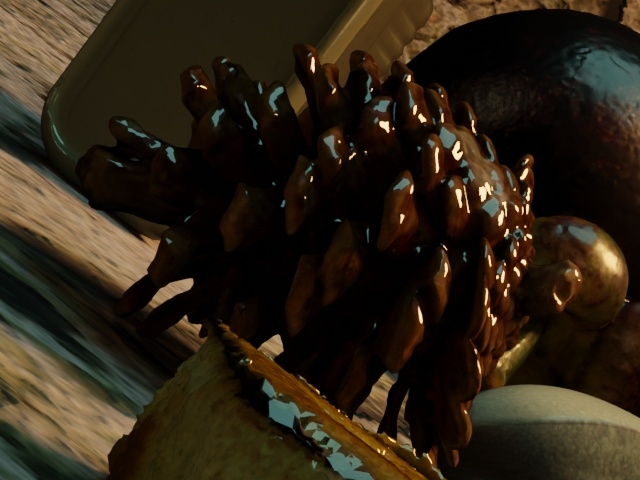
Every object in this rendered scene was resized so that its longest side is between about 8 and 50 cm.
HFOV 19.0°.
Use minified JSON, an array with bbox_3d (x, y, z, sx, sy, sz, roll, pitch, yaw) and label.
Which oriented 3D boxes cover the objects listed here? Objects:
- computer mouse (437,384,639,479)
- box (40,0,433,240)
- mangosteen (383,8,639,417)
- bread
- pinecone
[{"bbox_3d":[0.146,0.124,0.964,0.229,0.068,0.113,30,-27,-29],"label":"computer mouse"},{"bbox_3d":[-0.035,-0.122,1.177,0.138,0.274,0.178,39,0,15],"label":"box"},{"bbox_3d":[0.166,-0.013,1.372,0.297,0.297,0.313,28,20,-52],"label":"mangosteen"},{"bbox_3d":[0.000,0.089,0.594,0.128,0.069,0.140,35,2,-15],"label":"bread"},{"bbox_3d":[0.001,-0.002,0.845,0.212,0.168,0.185,35,8,1],"label":"pinecone"}]
